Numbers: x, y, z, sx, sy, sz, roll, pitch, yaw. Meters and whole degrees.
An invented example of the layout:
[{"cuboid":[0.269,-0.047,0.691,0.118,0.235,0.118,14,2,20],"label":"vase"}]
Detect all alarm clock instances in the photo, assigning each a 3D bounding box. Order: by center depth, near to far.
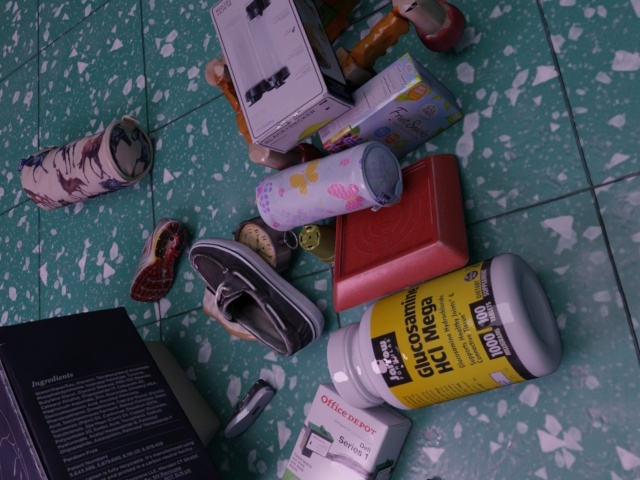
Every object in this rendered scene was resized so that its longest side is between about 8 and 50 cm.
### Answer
[{"cuboid":[-0.104,0.011,1.274,0.192,0.064,0.129,-15,95,50],"label":"alarm clock"}]

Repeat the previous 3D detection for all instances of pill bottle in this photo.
[{"cuboid":[0.184,0.159,0.988,0.334,0.188,0.187,-25,67,29],"label":"pill bottle"}]

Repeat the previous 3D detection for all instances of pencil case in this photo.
[{"cuboid":[0.012,-0.091,1.114,0.273,0.124,0.113,-11,65,39],"label":"pencil case"},{"cuboid":[-0.619,-0.202,1.649,0.411,0.160,0.183,-10,89,34],"label":"pencil case"}]

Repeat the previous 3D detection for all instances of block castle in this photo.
[{"cuboid":[0.018,-0.357,1.205,0.453,0.213,0.303,-42,65,24],"label":"block castle"}]

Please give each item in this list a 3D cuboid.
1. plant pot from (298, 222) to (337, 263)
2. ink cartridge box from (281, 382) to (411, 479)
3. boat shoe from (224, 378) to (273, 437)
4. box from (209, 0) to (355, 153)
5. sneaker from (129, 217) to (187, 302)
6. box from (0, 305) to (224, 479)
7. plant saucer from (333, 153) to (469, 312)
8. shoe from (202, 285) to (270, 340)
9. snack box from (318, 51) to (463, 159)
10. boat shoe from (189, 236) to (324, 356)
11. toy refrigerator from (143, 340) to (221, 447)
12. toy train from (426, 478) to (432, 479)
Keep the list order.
[{"cuboid":[0.000,0.000,1.219,0.083,0.079,0.083,-8,76,35],"label":"plant pot"},{"cuboid":[0.040,0.381,1.102,0.160,0.093,0.219,23,95,36],"label":"ink cartridge box"},{"cuboid":[-0.150,0.343,1.277,0.142,0.049,0.040,-49,51,10],"label":"boat shoe"},{"cuboid":[-0.072,-0.318,1.081,0.169,0.087,0.289,-30,69,28],"label":"box"},{"cuboid":[-0.388,0.048,1.494,0.225,0.088,0.093,-60,34,10],"label":"sneaker"},{"cuboid":[-0.482,0.477,1.251,0.471,0.297,0.479,48,127,30],"label":"box"},{"cuboid":[0.122,-0.027,1.094,0.259,0.048,0.258,-24,42,29],"label":"plant saucer"},{"cuboid":[-0.174,0.151,1.308,0.219,0.077,0.058,21,115,38],"label":"shoe"},{"cuboid":[0.123,-0.217,1.117,0.207,0.175,0.070,-34,61,26],"label":"snack box"},{"cuboid":[-0.150,0.103,1.225,0.335,0.119,0.121,30,128,24],"label":"boat shoe"},{"cuboid":[-0.344,0.348,1.381,0.269,0.094,0.102,44,105,33],"label":"toy refrigerator"},{"cuboid":[0.166,0.475,1.037,0.036,0.027,0.158,18,91,26],"label":"toy train"}]
